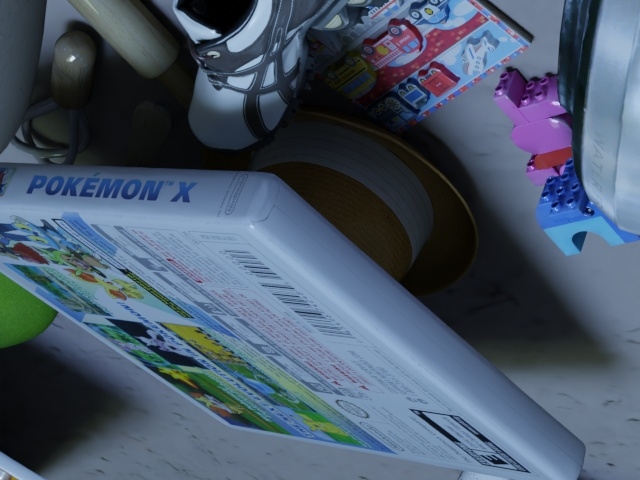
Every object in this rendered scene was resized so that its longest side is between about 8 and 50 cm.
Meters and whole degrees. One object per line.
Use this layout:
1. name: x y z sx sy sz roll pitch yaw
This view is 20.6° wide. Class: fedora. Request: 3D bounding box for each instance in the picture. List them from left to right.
1. fedora: 0.000 0.000 1.048 0.194 0.079 0.194 18 150 11

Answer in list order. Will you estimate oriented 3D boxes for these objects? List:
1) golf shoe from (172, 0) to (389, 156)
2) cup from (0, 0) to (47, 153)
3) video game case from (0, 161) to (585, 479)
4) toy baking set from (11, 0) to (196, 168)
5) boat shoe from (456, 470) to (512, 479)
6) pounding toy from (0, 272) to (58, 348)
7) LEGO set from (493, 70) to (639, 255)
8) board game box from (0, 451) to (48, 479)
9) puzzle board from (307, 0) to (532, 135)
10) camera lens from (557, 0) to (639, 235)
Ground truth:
1. golf shoe: -0.043 -0.111 0.901 0.094 0.077 0.198 -1 150 -29
2. cup: -0.256 -0.197 0.760 0.331 0.331 0.237 26 128 -2
3. video game case: -0.043 0.050 1.053 0.300 0.036 0.329 4 154 43
4. toy baking set: -0.159 -0.108 1.056 0.196 0.030 0.256 -13 132 48
5. boat shoe: 0.218 0.231 1.227 0.277 0.098 0.096 27 121 3
6. pounding toy: -0.283 0.036 1.263 0.183 0.110 0.237 30 148 -9
7. LEGO set: 0.162 -0.059 0.857 0.227 0.087 0.093 -14 132 43
8. board game box: -0.387 0.135 1.418 0.390 0.050 0.390 34 165 -15
9. puzzle board: 0.039 -0.106 0.940 0.096 0.011 0.128 35 146 -17
10. camera lens: 0.238 -0.085 0.645 0.274 0.219 0.219 14 146 15
